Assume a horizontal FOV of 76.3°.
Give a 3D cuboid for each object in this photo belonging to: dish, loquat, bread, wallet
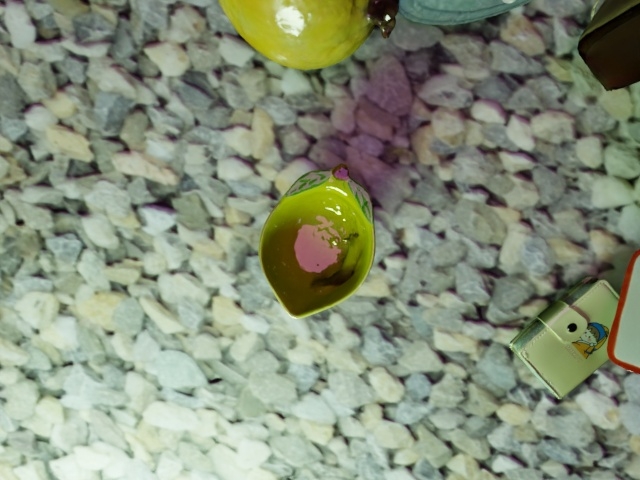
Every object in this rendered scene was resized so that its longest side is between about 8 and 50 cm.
[{"bbox_3d":[0.000,0.000,0.550,0.148,0.080,0.208,21,97,3],"label":"dish"},{"bbox_3d":[-0.011,-0.311,0.448,0.243,0.244,0.244,0,95,1],"label":"loquat"},{"bbox_3d":[0.415,-0.283,0.444,0.212,0.224,0.142,-46,99,-10],"label":"bread"},{"bbox_3d":[0.356,0.134,0.573,0.155,0.039,0.110,-44,96,5],"label":"wallet"}]

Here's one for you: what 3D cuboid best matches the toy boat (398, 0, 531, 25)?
[{"bbox_3d":[0.230,-0.361,0.511,0.282,0.078,0.127,-23,98,2],"label":"toy boat"}]

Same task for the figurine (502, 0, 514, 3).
[{"bbox_3d":[0.136,-0.322,0.361,0.194,0.274,0.133,41,123,22],"label":"figurine"}]

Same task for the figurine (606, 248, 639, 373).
[{"bbox_3d":[0.517,0.124,0.496,0.226,0.183,0.160,22,84,-27],"label":"figurine"}]
